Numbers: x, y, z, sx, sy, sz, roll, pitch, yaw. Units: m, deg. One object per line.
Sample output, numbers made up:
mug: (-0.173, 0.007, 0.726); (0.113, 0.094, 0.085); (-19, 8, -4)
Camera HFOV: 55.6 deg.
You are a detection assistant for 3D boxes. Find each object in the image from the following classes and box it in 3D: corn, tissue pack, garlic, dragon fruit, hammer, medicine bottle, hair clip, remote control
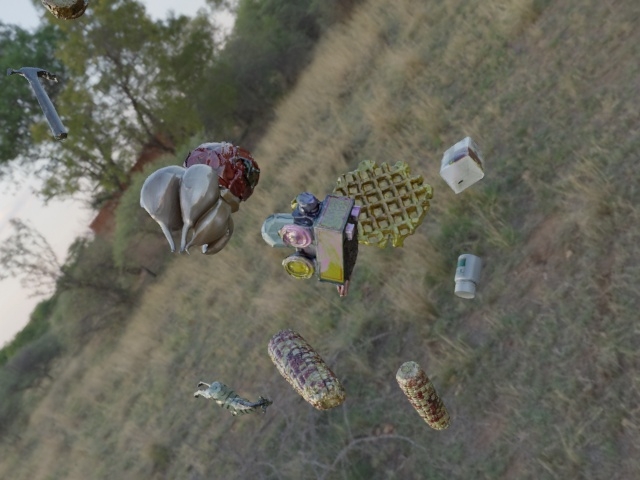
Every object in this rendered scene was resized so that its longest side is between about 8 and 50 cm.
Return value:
corn: (0.304, 0.460, 1.772); (0.086, 0.253, 0.086); (-27, 24, 13)
tissue pack: (0.429, -0.231, 1.834); (0.106, 0.099, 0.149); (-35, 16, 29)
corn: (-0.033, 0.295, 1.388); (0.098, 0.098, 0.290); (-53, 35, -2)
garlic: (-0.327, -0.078, 1.541); (0.210, 0.237, 0.292); (-10, 14, 14)
dragon fruit: (-0.347, -0.213, 2.011); (0.298, 0.244, 0.244); (-11, 13, -8)
hammer: (-0.743, -0.372, 1.635); (0.125, 0.297, 0.027); (-11, -36, -36)
medicine bottle: (0.480, 0.117, 1.982); (0.080, 0.080, 0.130); (-25, 44, 59)
hair clip: (0.086, 0.094, 1.883); (0.102, 0.138, 0.123); (-19, -22, -2)
remote control: (-0.047, -0.025, 1.745); (0.052, 0.247, 0.104); (-47, -42, -87)

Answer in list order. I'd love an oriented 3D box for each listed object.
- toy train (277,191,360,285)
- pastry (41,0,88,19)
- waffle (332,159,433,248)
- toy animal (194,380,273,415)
toy train: (0.000, 0.000, 1.486); (0.261, 0.177, 0.134); (86, -160, -49)
pastry: (-0.643, -0.608, 1.529); (0.057, 0.109, 0.097); (115, 141, -62)
waffle: (0.175, -0.117, 1.848); (0.325, 0.302, 0.068); (-58, -21, -27)
toy animal: (-0.255, 0.459, 1.762); (0.073, 0.217, 0.176); (-66, 6, -29)
